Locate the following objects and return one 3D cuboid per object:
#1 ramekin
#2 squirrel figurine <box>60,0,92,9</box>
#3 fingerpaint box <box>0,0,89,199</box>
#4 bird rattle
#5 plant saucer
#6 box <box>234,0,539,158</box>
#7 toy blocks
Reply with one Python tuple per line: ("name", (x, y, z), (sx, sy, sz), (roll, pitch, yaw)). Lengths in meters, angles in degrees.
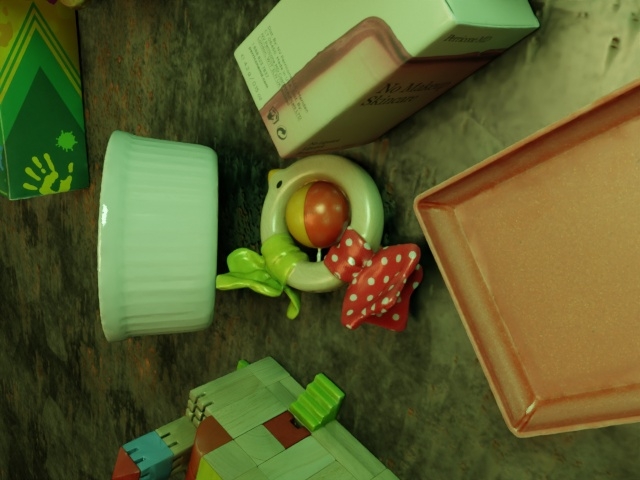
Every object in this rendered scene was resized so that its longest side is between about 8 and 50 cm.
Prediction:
("ramekin", (-0.208, -0.004, 0.845), (0.277, 0.135, 0.277), (-179, 90, -79))
("squirrel figurine", (-0.335, -0.499, 0.784), (0.371, 0.281, 0.396), (6, 98, 25))
("fingerpaint box", (-0.651, -0.312, 1.249), (0.445, 0.163, 0.370), (20, 116, 39))
("bird rattle", (0.000, 0.000, 0.731), (0.254, 0.143, 0.206), (-5, 82, 42))
("plant saucer", (0.234, 0.029, 0.557), (0.258, 0.048, 0.259), (-29, 80, 45))
("box", (0.054, -0.189, 0.597), (0.232, 0.149, 0.126), (-30, 81, 46))
("toy blocks", (-0.079, 0.310, 0.796), (0.381, 0.261, 0.190), (37, 125, 31))
